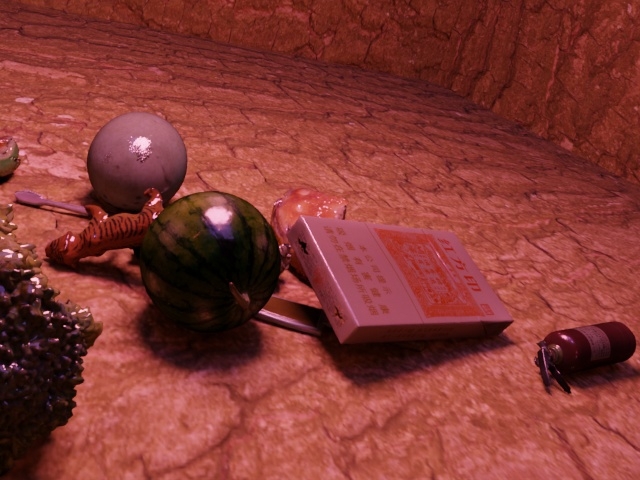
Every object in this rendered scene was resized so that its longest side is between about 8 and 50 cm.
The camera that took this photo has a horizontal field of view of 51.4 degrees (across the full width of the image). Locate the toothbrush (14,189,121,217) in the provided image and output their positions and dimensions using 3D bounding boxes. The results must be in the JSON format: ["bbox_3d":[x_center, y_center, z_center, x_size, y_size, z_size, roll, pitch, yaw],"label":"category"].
[{"bbox_3d":[-0.367,-0.042,1.119,0.288,0.024,0.026,13,9,-5],"label":"toothbrush"}]

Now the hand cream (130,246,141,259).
[{"bbox_3d":[-0.223,0.005,1.074,0.186,0.054,0.087,2,13,-44],"label":"hand cream"}]

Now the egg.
[{"bbox_3d":[-0.322,-0.139,1.177,0.169,0.169,0.236,11,27,-11],"label":"egg"}]

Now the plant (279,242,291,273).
[{"bbox_3d":[-0.104,0.010,1.058,0.105,0.121,0.117,16,27,28],"label":"plant"}]

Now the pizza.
[{"bbox_3d":[0.000,0.000,1.182,0.162,0.085,0.305,-11,35,-19],"label":"pizza"}]

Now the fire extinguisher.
[{"bbox_3d":[0.422,0.187,1.071,0.231,0.071,0.099,-3,57,-36],"label":"fire extinguisher"}]

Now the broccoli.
[{"bbox_3d":[-0.353,0.080,0.609,0.288,0.235,0.260,52,24,-8],"label":"broccoli"}]

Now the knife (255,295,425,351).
[{"bbox_3d":[-0.008,0.116,0.990,0.343,0.027,0.061,16,27,-1],"label":"knife"}]

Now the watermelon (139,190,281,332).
[{"bbox_3d":[-0.139,0.034,0.887,0.188,0.187,0.215,-6,33,-42],"label":"watermelon"}]

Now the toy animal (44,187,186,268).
[{"bbox_3d":[-0.282,-0.020,0.979,0.242,0.056,0.099,-13,39,4],"label":"toy animal"}]

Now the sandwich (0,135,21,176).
[{"bbox_3d":[-0.591,-0.176,1.107,0.109,0.159,0.184,-6,17,-3],"label":"sandwich"}]

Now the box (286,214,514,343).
[{"bbox_3d":[0.135,0.063,1.046,0.365,0.051,0.204,5,45,-41],"label":"box"}]
